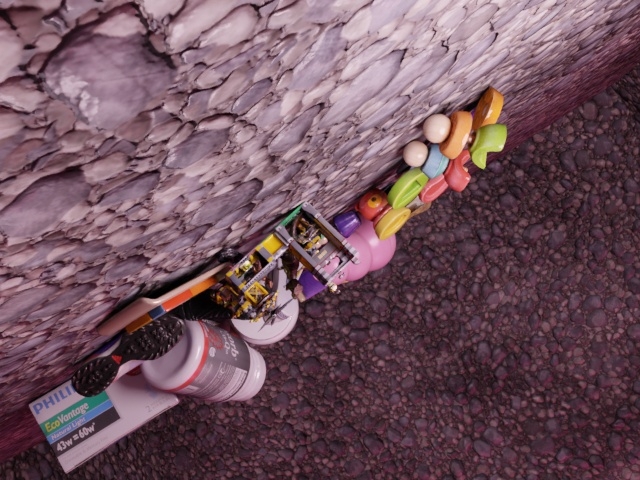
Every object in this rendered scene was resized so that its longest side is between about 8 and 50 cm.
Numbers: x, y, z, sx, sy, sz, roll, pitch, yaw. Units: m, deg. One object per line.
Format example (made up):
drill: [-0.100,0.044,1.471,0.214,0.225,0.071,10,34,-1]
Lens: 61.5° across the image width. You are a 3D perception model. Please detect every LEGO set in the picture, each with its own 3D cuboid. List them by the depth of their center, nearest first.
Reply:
LEGO set: [-0.062,0.086,1.209,0.331,0.192,0.255,-42,174,-28]

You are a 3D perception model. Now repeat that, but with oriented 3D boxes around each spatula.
spatula: [0.302,-0.259,1.336,0.296,0.030,0.084,-36,175,27]

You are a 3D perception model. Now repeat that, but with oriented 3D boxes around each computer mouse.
computer mouse: [-0.211,0.053,1.236,0.071,0.041,0.242,-11,164,-12]

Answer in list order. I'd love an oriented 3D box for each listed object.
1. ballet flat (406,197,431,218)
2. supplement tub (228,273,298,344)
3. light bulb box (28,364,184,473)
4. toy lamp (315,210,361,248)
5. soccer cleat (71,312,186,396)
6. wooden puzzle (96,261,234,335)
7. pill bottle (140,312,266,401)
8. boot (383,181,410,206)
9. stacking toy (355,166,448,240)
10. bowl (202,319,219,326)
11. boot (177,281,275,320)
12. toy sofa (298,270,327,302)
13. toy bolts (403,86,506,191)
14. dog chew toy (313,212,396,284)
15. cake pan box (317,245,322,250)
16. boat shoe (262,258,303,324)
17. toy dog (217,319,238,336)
ballet flat: [0.309,-0.125,2.115,0.349,0.123,0.123,-28,173,-27]
supplement tub: [-0.186,0.226,1.767,0.228,0.228,0.316,-32,174,-7]
light bulb box: [-0.638,0.499,1.682,0.358,0.225,0.361,-30,174,-16]
toy lamp: [0.000,0.000,1.648,0.275,0.080,0.080,-33,174,12]
soccer cleat: [-0.480,0.272,1.366,0.318,0.108,0.116,-35,-166,2]
wooden puzzle: [-0.320,0.130,1.138,0.221,0.044,0.239,-29,176,39]
pill bottle: [-0.327,0.356,1.572,0.210,0.210,0.363,-34,146,11]
boot: [0.255,-0.147,1.739,0.219,0.082,0.106,-29,176,-16]
stacking toy: [0.242,-0.174,1.503,0.309,0.130,0.279,-38,160,-16]
bowl: [-0.415,0.277,1.719,0.170,0.080,0.170,-32,173,-4]
boot: [-0.235,0.163,1.412,0.247,0.094,0.207,-7,175,-1]
toy sofa: [0.032,0.104,2.257,0.363,0.150,0.177,-32,174,-2]
toy bolts: [0.288,-0.237,1.205,0.228,0.159,0.218,117,-10,-59]
dog chew toy: [0.099,0.039,1.775,0.332,0.206,0.207,-33,175,-37]
cake pan box: [-0.001,0.040,1.988,0.267,0.070,0.246,-26,173,-47]
boat shoe: [-0.110,0.116,1.465,0.088,0.096,0.267,-34,-144,28]
toy dog: [-0.387,0.357,1.891,0.220,0.160,0.333,-7,-139,8]
